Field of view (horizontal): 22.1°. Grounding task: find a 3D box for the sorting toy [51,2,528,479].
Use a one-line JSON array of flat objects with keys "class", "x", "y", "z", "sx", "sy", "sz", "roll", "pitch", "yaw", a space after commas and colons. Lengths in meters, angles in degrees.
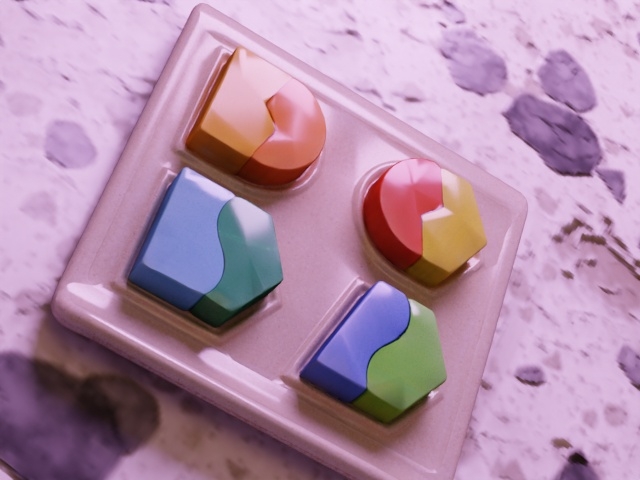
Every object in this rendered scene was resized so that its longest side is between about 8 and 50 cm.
[{"class": "sorting toy", "x": 0.000, "y": 0.000, "z": 0.734, "sx": 0.193, "sy": 0.038, "sz": 0.208, "roll": 30, "pitch": 48, "yaw": -12}]
